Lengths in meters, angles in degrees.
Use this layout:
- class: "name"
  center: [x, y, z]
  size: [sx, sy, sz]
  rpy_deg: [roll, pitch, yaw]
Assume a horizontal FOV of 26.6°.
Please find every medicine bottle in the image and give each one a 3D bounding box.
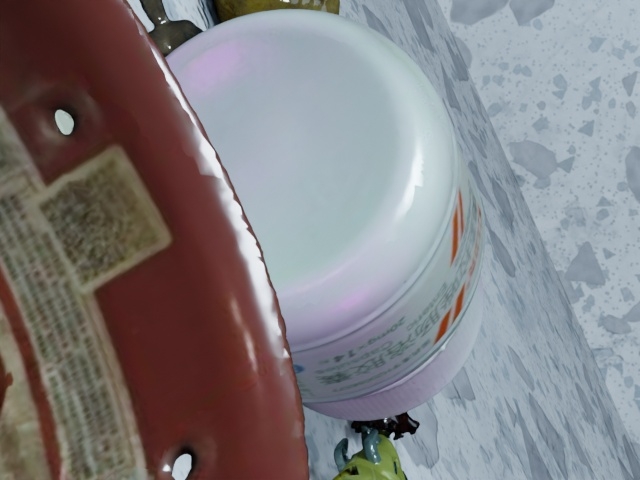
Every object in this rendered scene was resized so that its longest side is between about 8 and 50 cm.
- class: "medicine bottle"
  center: [0.000, 0.000, 0.988]
  size: [0.302, 0.241, 0.241]
  rpy_deg: [54, 18, -63]

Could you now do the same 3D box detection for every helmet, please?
- class: "helmet"
  center: [-0.193, 0.034, 0.392]
  size: [0.385, 0.230, 0.337]
  rpy_deg: [-2, 67, -63]

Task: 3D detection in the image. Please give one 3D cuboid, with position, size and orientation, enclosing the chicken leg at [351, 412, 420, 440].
- class: "chicken leg"
  center: [0.025, 0.099, 1.248]
  size: [0.233, 0.063, 0.105]
  rpy_deg: [59, 13, -15]

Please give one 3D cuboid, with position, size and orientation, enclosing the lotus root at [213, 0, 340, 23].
- class: "lotus root"
  center: [-0.055, -0.290, 1.420]
  size: [0.145, 0.128, 0.260]
  rpy_deg: [29, 38, -48]

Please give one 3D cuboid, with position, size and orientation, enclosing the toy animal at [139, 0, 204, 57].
- class: "toy animal"
  center: [-0.111, -0.110, 1.118]
  size: [0.232, 0.085, 0.148]
  rpy_deg: [63, 4, -16]

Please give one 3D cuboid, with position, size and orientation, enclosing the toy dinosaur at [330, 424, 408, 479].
- class: "toy dinosaur"
  center: [0.032, 0.251, 1.027]
  size: [0.153, 0.094, 0.259]
  rpy_deg: [64, 25, -7]

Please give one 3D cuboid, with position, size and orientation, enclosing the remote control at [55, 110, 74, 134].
- class: "remote control"
  center: [-0.203, -0.146, 0.905]
  size: [0.090, 0.049, 0.230]
  rpy_deg: [-67, 136, -66]
